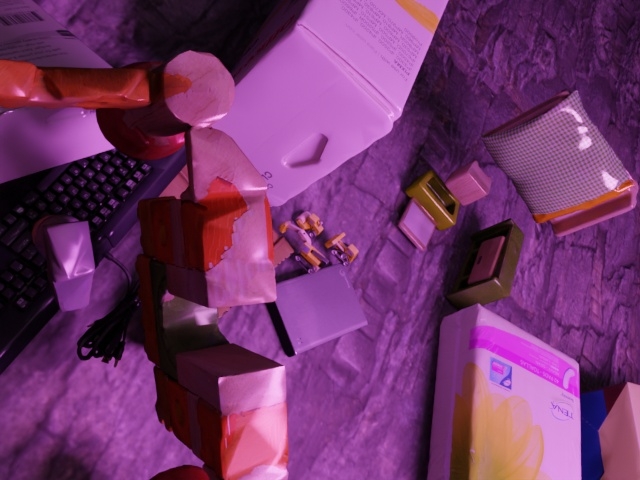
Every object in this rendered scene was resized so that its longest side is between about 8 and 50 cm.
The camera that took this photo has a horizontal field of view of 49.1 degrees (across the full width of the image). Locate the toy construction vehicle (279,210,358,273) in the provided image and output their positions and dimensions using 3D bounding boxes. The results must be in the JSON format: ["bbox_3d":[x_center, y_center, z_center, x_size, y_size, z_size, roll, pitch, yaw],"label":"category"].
[{"bbox_3d":[0.000,0.000,0.950,0.098,0.035,0.086,47,43,8],"label":"toy construction vehicle"}]

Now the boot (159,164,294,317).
[{"bbox_3d":[-0.186,-0.031,0.809,0.269,0.089,0.236,51,45,-4],"label":"boot"}]

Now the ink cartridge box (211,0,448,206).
[{"bbox_3d":[0.017,-0.269,0.937,0.160,0.279,0.384,38,51,-18],"label":"ink cartridge box"}]

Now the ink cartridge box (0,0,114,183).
[{"bbox_3d":[-0.313,-0.161,0.700,0.203,0.086,0.148,41,44,22],"label":"ink cartridge box"}]

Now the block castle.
[{"bbox_3d":[-0.210,0.078,0.547,0.303,0.213,0.453,-6,95,-28],"label":"block castle"}]

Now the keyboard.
[{"bbox_3d":[-0.235,-0.001,0.714,0.201,0.033,0.317,36,64,-2],"label":"keyboard"}]

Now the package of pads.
[{"bbox_3d":[0.272,0.272,1.014,0.229,0.101,0.296,30,53,-24],"label":"package of pads"}]

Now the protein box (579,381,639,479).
[{"bbox_3d":[0.520,0.356,1.148,0.201,0.136,0.199,17,60,-31],"label":"protein box"}]

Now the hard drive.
[{"bbox_3d":[-0.005,0.089,0.931,0.135,0.022,0.094,-16,80,-42],"label":"hard drive"}]

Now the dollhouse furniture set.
[{"bbox_3d":[0.281,-0.049,1.031,0.197,0.301,0.151,47,46,-15],"label":"dollhouse furniture set"}]
